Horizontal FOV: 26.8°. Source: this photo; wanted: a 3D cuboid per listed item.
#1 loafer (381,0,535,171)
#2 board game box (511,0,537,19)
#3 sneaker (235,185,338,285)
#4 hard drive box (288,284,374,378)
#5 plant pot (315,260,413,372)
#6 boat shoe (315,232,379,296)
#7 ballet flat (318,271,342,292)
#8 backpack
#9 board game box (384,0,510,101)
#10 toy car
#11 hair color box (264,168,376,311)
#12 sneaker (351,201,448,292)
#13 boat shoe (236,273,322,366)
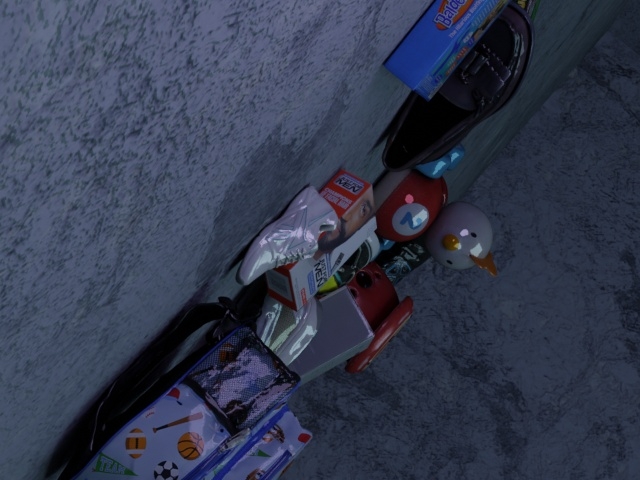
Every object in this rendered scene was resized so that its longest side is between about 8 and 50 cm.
[{"bbox_3d":[0.174,-0.185,1.747,0.095,0.109,0.302,-39,171,-39],"label":"loafer"},{"bbox_3d":[0.277,-0.310,1.843,0.259,0.030,0.136,15,91,-82],"label":"board game box"},{"bbox_3d":[-0.038,0.003,1.573,0.152,0.061,0.054,-46,174,-22],"label":"sneaker"},{"bbox_3d":[-0.044,0.169,1.991,0.232,0.089,0.181,-28,172,-7],"label":"hard drive box"},{"bbox_3d":[0.049,0.123,2.317,0.191,0.174,0.191,-47,174,-6],"label":"plant pot"},{"bbox_3d":[0.030,0.033,2.098,0.070,0.078,0.219,-48,175,-26],"label":"boat shoe"},{"bbox_3d":[-0.015,0.033,1.891,0.077,0.077,0.231,-27,167,-7],"label":"ballet flat"},{"bbox_3d":[-0.159,0.238,1.527,0.263,0.213,0.276,-33,168,-33],"label":"backpack"},{"bbox_3d":[0.163,-0.256,1.507,0.210,0.047,0.160,-50,173,7],"label":"board game box"},{"bbox_3d":[0.196,-0.023,2.177,0.219,0.238,0.210,-53,173,19],"label":"toy car"},{"bbox_3d":[0.000,0.000,1.712,0.167,0.053,0.093,-48,150,-26],"label":"hair color box"},{"bbox_3d":[0.120,0.033,2.474,0.139,0.125,0.341,-38,166,-52],"label":"sneaker"},{"bbox_3d":[-0.134,0.177,1.777,0.320,0.103,0.118,-47,-145,3],"label":"boat shoe"}]
